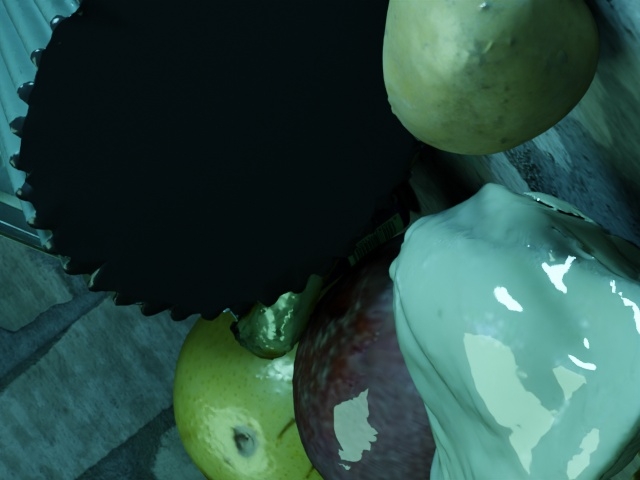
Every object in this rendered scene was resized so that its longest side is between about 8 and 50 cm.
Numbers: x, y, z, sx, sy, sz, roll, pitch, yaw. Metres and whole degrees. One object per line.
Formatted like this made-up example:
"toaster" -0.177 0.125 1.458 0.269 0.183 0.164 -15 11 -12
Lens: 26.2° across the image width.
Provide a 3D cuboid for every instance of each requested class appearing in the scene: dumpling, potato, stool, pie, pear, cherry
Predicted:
"dumpling" 0.115 0.091 0.870 0.187 0.243 0.318 23 -175 -1
"potato" 0.082 -0.100 0.682 0.112 0.112 0.147 49 165 25
"stool" -0.121 -0.150 1.027 0.297 0.297 0.330 59 175 -39
"pie" 0.000 0.000 1.146 0.054 0.240 0.240 34 174 -5
"pear" -0.005 0.193 1.715 0.348 0.348 0.348 52 173 9
"cherry" 0.085 0.112 1.147 0.285 0.213 0.236 110 161 -49

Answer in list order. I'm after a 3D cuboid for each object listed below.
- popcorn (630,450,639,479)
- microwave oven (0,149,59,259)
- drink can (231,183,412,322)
"popcorn" 0.264 0.161 0.975 0.084 0.084 0.084 52 173 9
"microwave oven" -0.290 -0.132 1.460 0.394 0.247 0.333 23 -165 -13
"drink can" -0.019 -0.008 1.316 0.118 0.205 0.118 52 173 10
